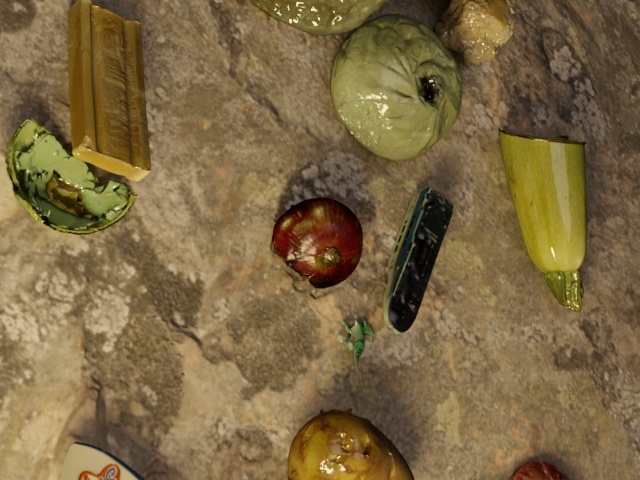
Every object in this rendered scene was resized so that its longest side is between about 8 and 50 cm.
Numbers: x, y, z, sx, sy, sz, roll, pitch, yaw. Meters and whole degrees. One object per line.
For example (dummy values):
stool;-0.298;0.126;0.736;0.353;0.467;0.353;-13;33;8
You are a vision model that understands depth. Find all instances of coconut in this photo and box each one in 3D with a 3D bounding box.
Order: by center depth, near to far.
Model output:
coconut;-0.301;-0.063;1.675;0.158;0.055;0.133;47;49;-8

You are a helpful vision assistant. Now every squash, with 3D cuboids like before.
squash;0.341;-0.042;2.129;0.137;0.137;0.287;10;64;-35

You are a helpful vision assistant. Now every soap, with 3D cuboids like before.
soap;-0.255;-0.183;1.748;0.092;0.037;0.252;22;44;-33

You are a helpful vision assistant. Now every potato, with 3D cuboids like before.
potato;0.032;0.275;1.726;0.176;0.137;0.137;55;43;-32

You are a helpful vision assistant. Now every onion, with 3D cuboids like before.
onion;0.000;0.000;1.841;0.117;0.118;0.119;42;47;-34

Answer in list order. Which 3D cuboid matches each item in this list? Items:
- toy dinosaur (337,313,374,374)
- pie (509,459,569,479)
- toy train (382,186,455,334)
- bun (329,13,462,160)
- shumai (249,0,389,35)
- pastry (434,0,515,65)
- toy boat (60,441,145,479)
toy dinosaur;0.051;0.135;1.879;0.062;0.021;0.083;7;62;-50
pie;0.301;0.370;1.947;0.154;0.036;0.154;18;57;-30
toy train;0.121;0.034;1.965;0.052;0.051;0.234;35;54;-19
bun;0.117;-0.224;2.052;0.221;0.108;0.221;18;58;-30
shumai;0.005;-0.473;2.050;0.309;0.304;0.263;0;30;-10
pastry;0.244;-0.391;2.260;0.121;0.089;0.258;22;52;-14
toy boat;-0.194;0.342;1.509;0.295;0.129;0.088;62;5;11
